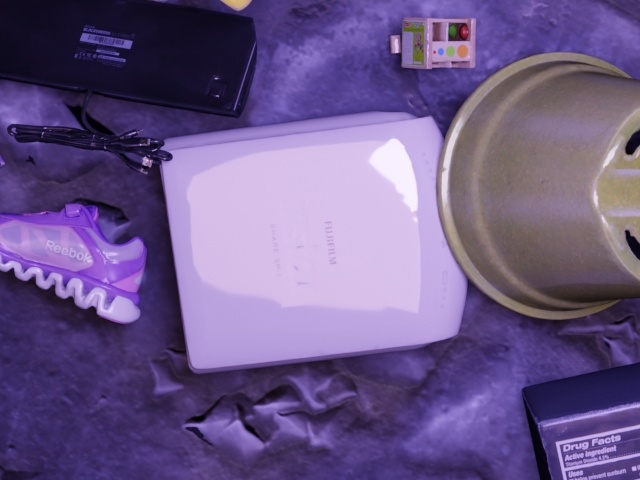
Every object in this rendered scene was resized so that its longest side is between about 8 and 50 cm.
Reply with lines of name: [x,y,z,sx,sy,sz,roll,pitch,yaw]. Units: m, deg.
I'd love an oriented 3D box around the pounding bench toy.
pounding bench toy: [0.118,-0.207,1.470,0.065,0.083,0.052,-5,100,-27]

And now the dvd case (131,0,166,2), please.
dvd case: [-0.208,-0.297,1.499,0.087,0.013,0.119,-38,92,7]

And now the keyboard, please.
keyboard: [-0.231,-0.167,1.456,0.317,0.033,0.201,10,65,11]

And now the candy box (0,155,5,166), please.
candy box: [-0.449,-0.059,1.468,0.196,0.165,0.070,-27,94,7]

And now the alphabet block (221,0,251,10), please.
alphabet block: [-0.107,-0.360,1.373,0.192,0.197,0.193,31,99,-14]

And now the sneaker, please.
sneaker: [-0.287,0.000,1.506,0.236,0.095,0.104,24,91,-4]

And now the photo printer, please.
photo printer: [0.000,0.000,1.472,0.308,0.107,0.256,-6,96,5]

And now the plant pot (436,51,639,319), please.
plant pot: [0.284,-0.049,1.331,0.276,0.254,0.276,-1,93,-18]

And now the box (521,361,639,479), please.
box: [0.385,0.273,1.438,0.296,0.183,0.294,-12,97,4]
